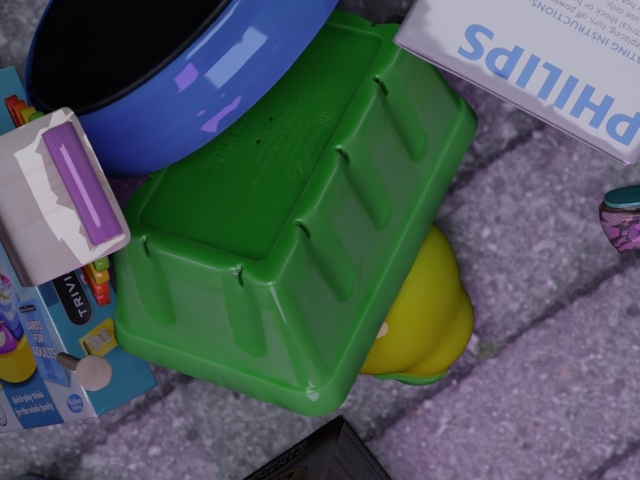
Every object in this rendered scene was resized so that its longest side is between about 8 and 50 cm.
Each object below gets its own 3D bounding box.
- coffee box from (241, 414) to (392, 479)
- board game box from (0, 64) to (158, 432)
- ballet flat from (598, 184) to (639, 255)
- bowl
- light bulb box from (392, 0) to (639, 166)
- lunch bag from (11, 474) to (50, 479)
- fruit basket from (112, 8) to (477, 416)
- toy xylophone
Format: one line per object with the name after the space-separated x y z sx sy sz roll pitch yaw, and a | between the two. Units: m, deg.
-0.026 0.302 1.482 0.168 0.297 0.119 -36 95 11 | coffee box
-0.317 0.022 1.520 0.254 0.079 0.336 -18 98 56 | board game box
0.388 -0.035 1.487 0.222 0.077 0.079 -16 114 16 | ballet flat
-0.122 -0.237 1.380 0.391 0.391 0.077 -42 124 12 | bowl
0.264 -0.282 1.316 0.225 0.358 0.361 30 103 6 | light bulb box
-0.302 0.408 1.638 0.224 0.108 0.279 19 101 6 | lunch bag
0.000 0.000 1.457 0.283 0.392 0.392 17 101 22 | fruit basket
-0.221 -0.003 1.268 0.081 0.323 0.236 -25 102 -13 | toy xylophone
